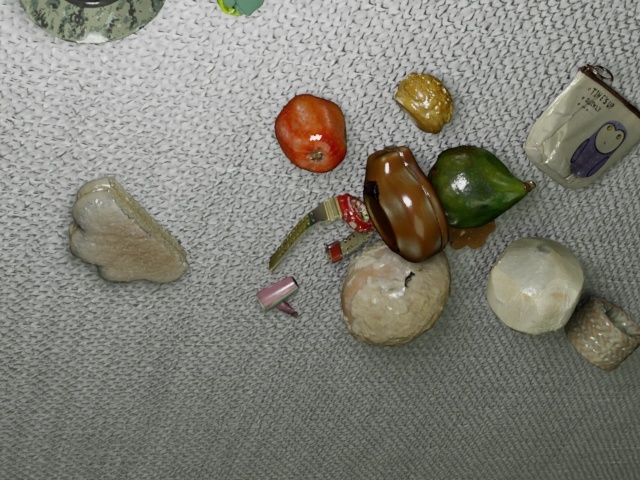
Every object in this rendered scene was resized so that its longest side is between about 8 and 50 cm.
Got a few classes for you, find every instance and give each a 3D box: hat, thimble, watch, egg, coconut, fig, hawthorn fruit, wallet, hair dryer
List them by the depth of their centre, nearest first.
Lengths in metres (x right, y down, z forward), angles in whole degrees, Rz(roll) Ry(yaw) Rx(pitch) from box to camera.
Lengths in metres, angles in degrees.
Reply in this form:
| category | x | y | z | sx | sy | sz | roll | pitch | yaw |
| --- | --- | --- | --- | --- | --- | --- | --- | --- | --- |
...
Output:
| category | x | y | z | sx | sy | sz | roll | pitch | yaw |
| --- | --- | --- | --- | --- | --- | --- | --- | --- | --- |
| hat | -0.383 | -0.461 | 1.487 | 0.266 | 0.128 | 0.265 | -9 | 149 | -5 |
| hawthorn fruit | -0.010 | -0.202 | 1.825 | 0.163 | 0.203 | 0.162 | -9 | 138 | -8 |
| fig | 0.364 | -0.121 | 2.031 | 0.245 | 0.195 | 0.195 | 8 | 150 | 34 |
| wallet | 0.635 | -0.258 | 2.112 | 0.335 | 0.068 | 0.275 | 26 | 118 | -39 |
| watch | 0.009 | -0.003 | 2.122 | 0.165 | 0.102 | 0.268 | 17 | 133 | -35 |
| egg | 0.187 | 0.127 | 2.190 | 0.310 | 0.279 | 0.279 | -37 | 135 | -1 |
| hair dryer | -0.092 | 0.156 | 2.271 | 0.106 | 0.054 | 0.154 | -28 | 146 | 1 |
| coconut | 0.564 | 0.112 | 2.335 | 0.245 | 0.245 | 0.247 | -11 | 135 | -11 |
| thimble | 0.846 | 0.277 | 2.624 | 0.229 | 0.196 | 0.148 | 22 | 121 | -34 |

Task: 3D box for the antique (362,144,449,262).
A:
| category | x | y | z | sx | sy | sz | roll | pitch | yaw |
| --- | --- | --- | --- | --- | --- | --- | --- | --- | --- |
| antique | 0.187 | -0.075 | 2.001 | 0.129 | 0.223 | 0.278 | -27 | 109 | -12 |

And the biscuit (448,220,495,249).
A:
| category | x | y | z | sx | sy | sz | roll | pitch | yaw |
| --- | --- | --- | --- | --- | --- | --- | --- | --- | --- |
| biscuit | 0.361 | -0.031 | 2.262 | 0.184 | 0.027 | 0.133 | 3 | 133 | -21 |

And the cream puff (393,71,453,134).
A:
| category | x | y | z | sx | sy | sz | roll | pitch | yaw |
| --- | --- | --- | --- | --- | --- | --- | --- | --- | --- |
| cream puff | 0.224 | -0.297 | 1.880 | 0.103 | 0.126 | 0.144 | -47 | 142 | 4 |

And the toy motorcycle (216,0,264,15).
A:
| category | x | y | z | sx | sy | sz | roll | pitch | yaw |
| --- | --- | --- | --- | --- | --- | --- | --- | --- | --- |
| toy motorcycle | -0.146 | -0.522 | 1.495 | 0.200 | 0.191 | 0.326 | -34 | 150 | 8 |

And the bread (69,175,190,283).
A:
| category | x | y | z | sx | sy | sz | roll | pitch | yaw |
| --- | --- | --- | --- | --- | --- | --- | --- | --- | --- |
| bread | -0.438 | 0.001 | 1.944 | 0.183 | 0.102 | 0.337 | -26 | 139 | 11 |
